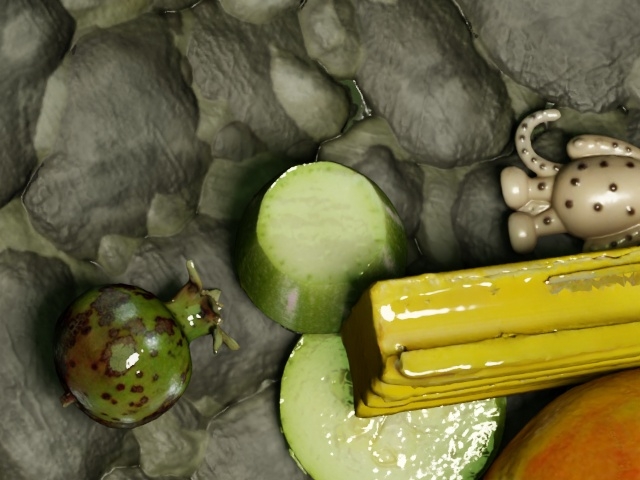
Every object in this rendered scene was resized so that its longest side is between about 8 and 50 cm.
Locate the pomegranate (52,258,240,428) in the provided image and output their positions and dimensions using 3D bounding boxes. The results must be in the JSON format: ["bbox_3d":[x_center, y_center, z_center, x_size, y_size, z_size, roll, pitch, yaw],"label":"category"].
[{"bbox_3d":[-0.165,0.102,1.576,0.169,0.148,0.148,-19,85,2],"label":"pomegranate"}]

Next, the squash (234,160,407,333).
[{"bbox_3d":[0.000,0.000,1.579,0.170,0.123,0.170,0,79,0],"label":"squash"}]

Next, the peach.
[{"bbox_3d":[0.295,0.264,1.477,0.332,0.308,0.307,-3,84,-37],"label":"peach"}]

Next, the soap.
[{"bbox_3d":[0.191,0.078,1.508,0.324,0.204,0.096,-8,77,-11],"label":"soap"}]

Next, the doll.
[{"bbox_3d":[0.310,-0.053,1.595,0.278,0.119,0.154,-1,84,11],"label":"doll"}]

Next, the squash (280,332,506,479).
[{"bbox_3d":[0.069,0.151,1.613,0.219,0.041,0.219,0,85,1],"label":"squash"}]
